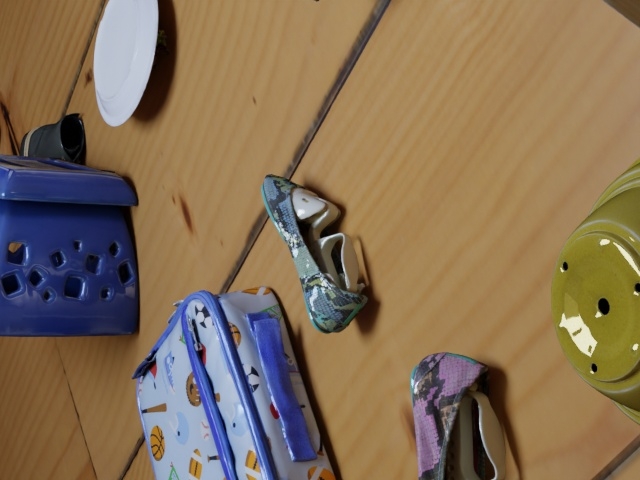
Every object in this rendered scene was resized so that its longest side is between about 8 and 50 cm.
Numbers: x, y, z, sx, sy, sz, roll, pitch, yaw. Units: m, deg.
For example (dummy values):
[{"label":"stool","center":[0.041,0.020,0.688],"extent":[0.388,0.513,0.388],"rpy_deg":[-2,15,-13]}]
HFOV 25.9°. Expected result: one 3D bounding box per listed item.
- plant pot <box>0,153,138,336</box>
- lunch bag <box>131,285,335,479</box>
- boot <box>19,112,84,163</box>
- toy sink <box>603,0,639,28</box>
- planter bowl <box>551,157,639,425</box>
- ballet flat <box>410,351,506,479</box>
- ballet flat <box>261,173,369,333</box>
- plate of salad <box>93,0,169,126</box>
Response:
[{"label":"plant pot","center":[-0.382,0.000,1.817],"extent":[0.236,0.236,0.212],"rpy_deg":[15,100,48]},{"label":"lunch bag","center":[-0.094,0.202,1.476],"extent":[0.243,0.114,0.303],"rpy_deg":[-51,51,47]},{"label":"boot","center":[-0.377,-0.077,1.979],"extent":[0.137,0.076,0.198],"rpy_deg":[-18,79,54]},{"label":"toy sink","center":[0.218,-0.224,0.829],"extent":[0.131,0.234,0.153],"rpy_deg":[-24,68,28]},{"label":"planter bowl","center":[0.218,0.041,0.928],"extent":[0.217,0.090,0.217],"rpy_deg":[10,101,60]},{"label":"ballet flat","center":[0.118,0.204,1.153],"extent":[0.079,0.077,0.222],"rpy_deg":[0,94,41]},{"label":"ballet flat","center":[0.000,0.000,1.348],"extent":[0.070,0.070,0.188],"rpy_deg":[-57,48,47]},{"label":"plate of salad","center":[-0.234,-0.239,1.730],"extent":[0.200,0.048,0.200],"rpy_deg":[-22,64,56]}]
